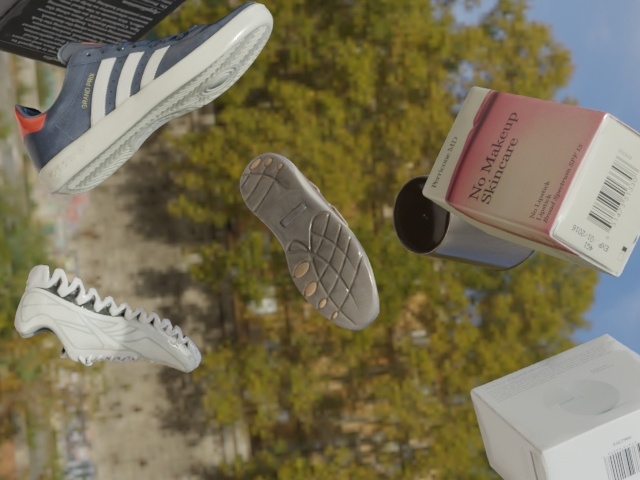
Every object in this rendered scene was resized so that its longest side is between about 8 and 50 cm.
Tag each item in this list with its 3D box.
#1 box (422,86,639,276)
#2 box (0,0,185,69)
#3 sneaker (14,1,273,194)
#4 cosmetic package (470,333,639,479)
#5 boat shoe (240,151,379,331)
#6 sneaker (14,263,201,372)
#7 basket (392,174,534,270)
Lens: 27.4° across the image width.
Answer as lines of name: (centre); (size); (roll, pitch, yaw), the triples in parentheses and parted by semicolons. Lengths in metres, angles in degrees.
box: (0.251, -0.071, 1.482); (0.232, 0.126, 0.149); (22, -94, 55)
box: (-0.321, -0.470, 1.915); (0.395, 0.212, 0.294); (-28, -121, 42)
sneaker: (-0.226, -0.207, 1.591); (0.148, 0.350, 0.131); (57, 8, 10)
cosmetic package: (0.358, 0.256, 1.776); (0.224, 0.224, 0.138); (-137, -152, -66)
boat shoe: (0.000, 0.000, 2.051); (0.324, 0.123, 0.116); (59, 14, 20)
sneaker: (-0.325, 0.146, 2.003); (0.110, 0.292, 0.118); (121, -8, -69)
basket: (0.241, -0.038, 2.166); (0.154, 0.226, 0.204); (55, -53, 32)
